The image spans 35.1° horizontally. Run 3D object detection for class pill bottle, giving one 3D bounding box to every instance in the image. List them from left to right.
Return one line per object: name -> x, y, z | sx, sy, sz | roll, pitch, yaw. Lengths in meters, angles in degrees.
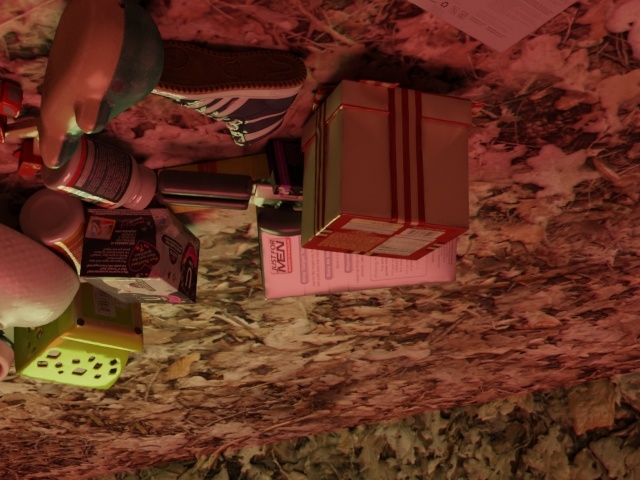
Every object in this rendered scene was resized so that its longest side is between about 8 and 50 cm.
pill bottle -> -0.483, -0.004, 1.940 | 0.121, 0.121, 0.216 | -7, 153, 3
pill bottle -> -0.380, -0.115, 1.754 | 0.108, 0.108, 0.180 | -28, 146, 37

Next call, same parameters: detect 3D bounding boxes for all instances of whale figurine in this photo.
whale figurine -> -0.317, -0.222, 1.442 | 0.141, 0.216, 0.272 | 11, 129, -32

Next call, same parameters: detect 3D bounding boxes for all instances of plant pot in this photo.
plant pot -> -0.509, 0.167, 2.172 | 0.227, 0.228, 0.207 | 17, 140, -37

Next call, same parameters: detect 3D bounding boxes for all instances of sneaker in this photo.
sneaker -> -0.173, -0.225, 1.586 | 0.282, 0.099, 0.153 | 0, 151, -17

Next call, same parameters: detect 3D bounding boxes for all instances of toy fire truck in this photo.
toy fire truck -> -0.503, -0.184, 1.652 | 0.135, 0.047, 0.192 | 14, 147, -27

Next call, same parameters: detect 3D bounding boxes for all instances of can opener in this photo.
can opener -> -0.146, -0.064, 1.782 | 0.283, 0.095, 0.076 | 4, 152, -10

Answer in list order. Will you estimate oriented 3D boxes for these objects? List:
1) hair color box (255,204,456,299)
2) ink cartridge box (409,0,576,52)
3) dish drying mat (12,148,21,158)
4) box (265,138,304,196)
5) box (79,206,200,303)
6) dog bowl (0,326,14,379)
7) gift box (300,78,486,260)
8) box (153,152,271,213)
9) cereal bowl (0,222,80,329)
hair color box -> 0.068, -0.007, 1.944 | 0.374, 0.113, 0.185 | -5, 117, -6
ink cartridge box -> 0.269, -0.375, 1.429 | 0.223, 0.045, 0.224 | 18, 144, -40
dish drying mat -> -0.495, -0.159, 1.757 | 0.083, 0.008, 0.032 | -21, 149, 27
box -> -0.011, -0.125, 1.793 | 0.162, 0.116, 0.029 | 3, 138, -16
box -> -0.339, 0.035, 1.947 | 0.163, 0.142, 0.247 | 1, 167, 8
dog bowl -> -0.876, 0.225, 2.292 | 0.408, 0.150, 0.408 | -4, 153, -2
gift box -> 0.118, -0.127, 1.652 | 0.255, 0.258, 0.276 | 7, 162, -21
box -> -0.190, -0.104, 1.867 | 0.232, 0.058, 0.087 | -8, 153, 6
cereal bowl -> -0.637, 0.072, 1.907 | 0.339, 0.141, 0.339 | 17, 158, 7
